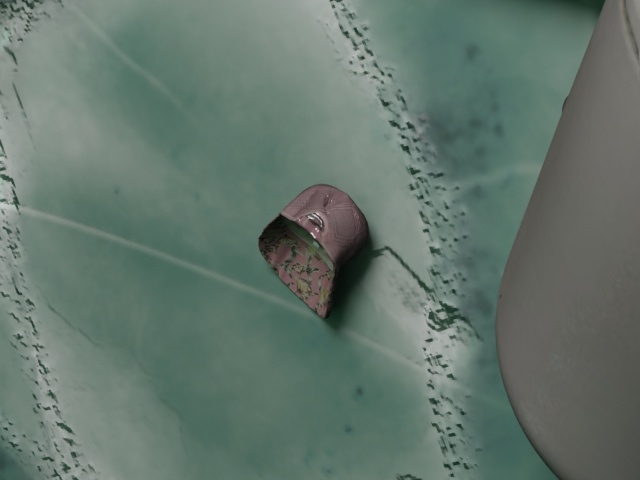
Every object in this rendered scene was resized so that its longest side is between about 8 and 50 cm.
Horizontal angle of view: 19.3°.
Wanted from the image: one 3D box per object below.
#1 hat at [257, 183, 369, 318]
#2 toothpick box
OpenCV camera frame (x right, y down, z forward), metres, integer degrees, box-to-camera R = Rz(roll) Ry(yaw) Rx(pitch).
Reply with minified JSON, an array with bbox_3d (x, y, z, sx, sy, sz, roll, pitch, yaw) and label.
[{"bbox_3d":[0.001,0.001,1.016,0.058,0.042,0.087,44,154,22],"label":"hat"},{"bbox_3d":[0.181,-0.006,0.777,0.229,0.229,0.316,39,147,16],"label":"toothpick box"}]
